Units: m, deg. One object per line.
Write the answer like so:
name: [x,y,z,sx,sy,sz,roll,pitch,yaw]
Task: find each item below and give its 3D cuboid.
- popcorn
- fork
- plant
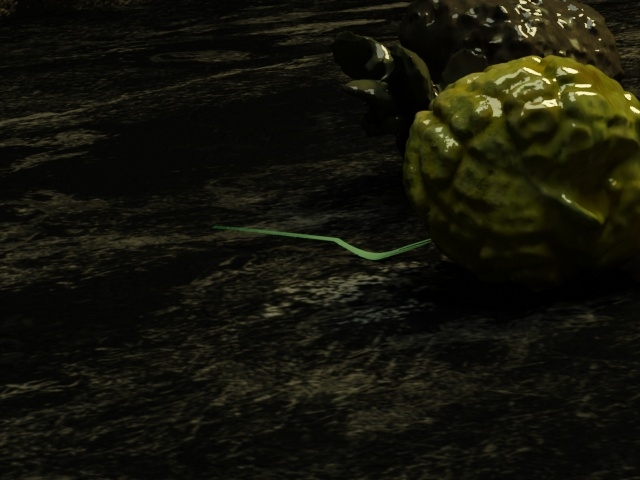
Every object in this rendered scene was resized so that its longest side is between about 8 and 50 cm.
popcorn: [0.198,-0.061,1.650,0.237,0.205,0.251,-14,1,13]
fork: [0.000,0.002,1.770,0.235,0.021,0.039,4,12,26]
plant: [0.158,-0.156,1.969,0.312,0.213,0.215,-17,25,-35]
